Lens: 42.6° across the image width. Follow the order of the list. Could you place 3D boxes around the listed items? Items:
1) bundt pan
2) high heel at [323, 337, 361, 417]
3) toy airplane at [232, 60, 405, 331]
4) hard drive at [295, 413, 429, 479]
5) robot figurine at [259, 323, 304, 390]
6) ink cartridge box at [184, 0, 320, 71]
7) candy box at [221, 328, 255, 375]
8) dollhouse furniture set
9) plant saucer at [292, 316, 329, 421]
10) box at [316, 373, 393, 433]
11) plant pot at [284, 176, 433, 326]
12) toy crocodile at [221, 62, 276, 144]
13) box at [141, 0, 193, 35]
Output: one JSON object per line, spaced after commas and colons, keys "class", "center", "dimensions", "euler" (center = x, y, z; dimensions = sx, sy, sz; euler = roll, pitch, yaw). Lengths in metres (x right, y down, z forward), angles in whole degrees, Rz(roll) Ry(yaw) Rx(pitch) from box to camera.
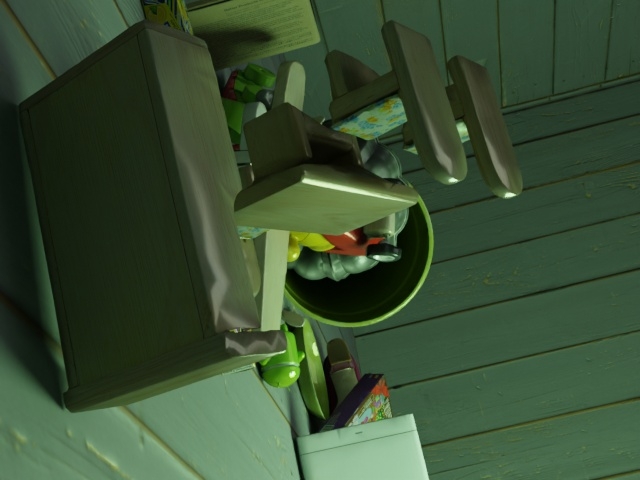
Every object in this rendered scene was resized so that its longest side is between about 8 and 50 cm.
{"class": "bundt pan", "center": [0.006, -0.069, 1.582], "dimensions": [0.124, 0.331, 0.330], "euler": [-59, 135, -75]}
{"class": "high heel", "center": [0.079, 0.455, 2.160], "dimensions": [0.181, 0.127, 0.377], "euler": [81, 3, -56]}
{"class": "toy airplane", "center": [-0.071, -0.063, 1.350], "dimensions": [0.386, 0.272, 0.384], "euler": [-42, 113, -43]}
{"class": "hard drive", "center": [0.102, 0.521, 1.528], "dimensions": [0.047, 0.233, 0.353], "euler": [121, -41, -69]}
{"class": "robot figurine", "center": [-0.072, 0.199, 1.404], "dimensions": [0.101, 0.067, 0.115], "euler": [32, 42, -57]}
{"class": "ink cartridge box", "center": [-0.133, -0.393, 1.406], "dimensions": [0.193, 0.235, 0.088], "euler": [66, 11, -69]}
{"class": "candy box", "center": [-0.138, 0.081, 1.084], "dimensions": [0.186, 0.053, 0.109], "euler": [73, 5, -47]}
{"class": "dollhouse furniture set", "center": [-0.043, -0.008, 0.759], "dimensions": [0.394, 0.362, 0.256], "euler": [5, 67, -55]}
{"class": "plant saucer", "center": [-0.026, 0.294, 1.858], "dimensions": [0.241, 0.037, 0.240], "euler": [-14, 90, -86]}
{"class": "box", "center": [0.091, 0.460, 1.888], "dimensions": [0.293, 0.057, 0.200], "euler": [-38, 120, -58]}
{"class": "plant pot", "center": [0.044, -0.010, 1.953], "dimensions": [0.353, 0.367, 0.366], "euler": [-145, -140, -80]}
{"class": "toy crocodile", "center": [-0.158, -0.283, 1.649], "dimensions": [0.115, 0.105, 0.340], "euler": [-60, -164, 23]}
{"class": "box", "center": [-0.221, -0.309, 1.219], "dimensions": [0.059, 0.054, 0.168], "euler": [-70, 145, -82]}
